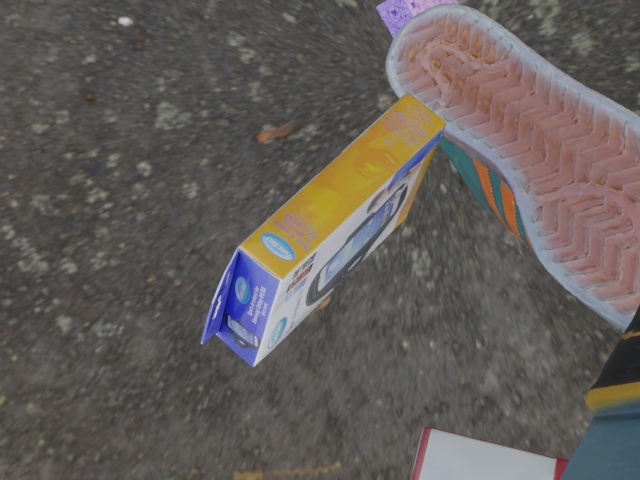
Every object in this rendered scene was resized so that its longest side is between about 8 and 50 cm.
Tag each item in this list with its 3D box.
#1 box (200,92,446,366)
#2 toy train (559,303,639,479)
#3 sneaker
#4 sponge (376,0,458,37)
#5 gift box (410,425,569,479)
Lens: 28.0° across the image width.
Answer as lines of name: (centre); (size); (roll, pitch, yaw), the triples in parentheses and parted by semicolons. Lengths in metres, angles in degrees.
box: (0.000, 0.000, 0.582); (0.028, 0.081, 0.136); (37, 58, 12)
toy train: (0.249, 0.116, 0.500); (0.334, 0.142, 0.190); (40, 71, -10)
sneaker: (0.166, -0.038, 0.842); (0.108, 0.121, 0.302); (-43, 55, 7)
sponge: (0.130, -0.112, 1.067); (0.031, 0.117, 0.210); (-31, 86, 26)
gift box: (0.142, 0.287, 0.734); (0.255, 0.276, 0.258); (8, 142, 5)
